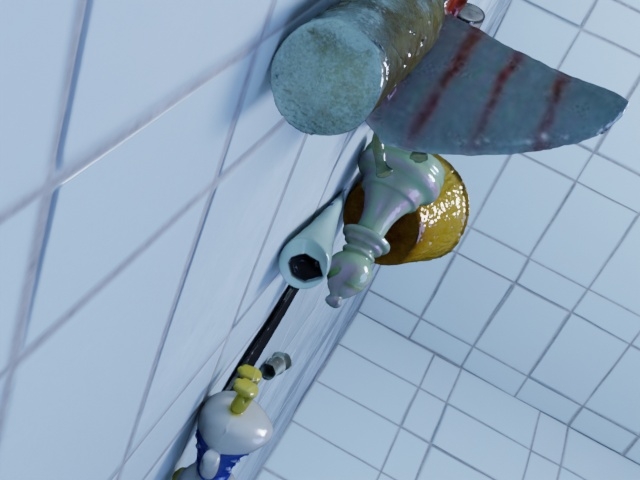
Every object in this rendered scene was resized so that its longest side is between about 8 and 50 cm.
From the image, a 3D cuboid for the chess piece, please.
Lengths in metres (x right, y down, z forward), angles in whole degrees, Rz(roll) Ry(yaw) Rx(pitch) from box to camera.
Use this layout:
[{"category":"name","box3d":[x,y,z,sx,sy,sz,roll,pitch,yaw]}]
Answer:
[{"category":"chess piece","box3d":[0.077,-0.017,1.387,0.272,0.139,0.139,-61,173,-17]}]

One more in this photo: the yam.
[{"category":"yam","box3d":[0.044,-0.172,0.782,0.093,0.093,0.259,-66,173,31]}]

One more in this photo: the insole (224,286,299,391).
[{"category":"insole","box3d":[-0.082,0.141,1.407,0.309,0.012,0.110,-59,172,-24]}]

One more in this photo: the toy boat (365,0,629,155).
[{"category":"toy boat","box3d":[0.172,-0.163,0.952,0.206,0.282,0.096,-62,172,-5]}]

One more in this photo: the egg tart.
[{"category":"egg tart","box3d":[0.143,-0.053,1.584,0.171,0.215,0.215,-23,143,-55]}]

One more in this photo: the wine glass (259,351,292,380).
[{"category":"wine glass","box3d":[-0.085,0.228,1.643,0.039,0.042,0.083,-49,170,20]}]

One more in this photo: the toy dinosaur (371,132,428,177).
[{"category":"toy dinosaur","box3d":[0.102,-0.182,1.215,0.363,0.076,0.147,91,-6,-70]}]

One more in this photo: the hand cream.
[{"category":"hand cream","box3d":[0.000,0.000,1.312,0.109,0.067,0.321,-65,177,15]}]

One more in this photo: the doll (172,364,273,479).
[{"category":"doll","box3d":[-0.144,0.308,1.236,0.138,0.119,0.293,-60,170,-69]}]

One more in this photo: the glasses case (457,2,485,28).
[{"category":"glasses case","box3d":[0.209,-0.287,1.659,0.299,0.060,0.114,-66,175,32]}]
